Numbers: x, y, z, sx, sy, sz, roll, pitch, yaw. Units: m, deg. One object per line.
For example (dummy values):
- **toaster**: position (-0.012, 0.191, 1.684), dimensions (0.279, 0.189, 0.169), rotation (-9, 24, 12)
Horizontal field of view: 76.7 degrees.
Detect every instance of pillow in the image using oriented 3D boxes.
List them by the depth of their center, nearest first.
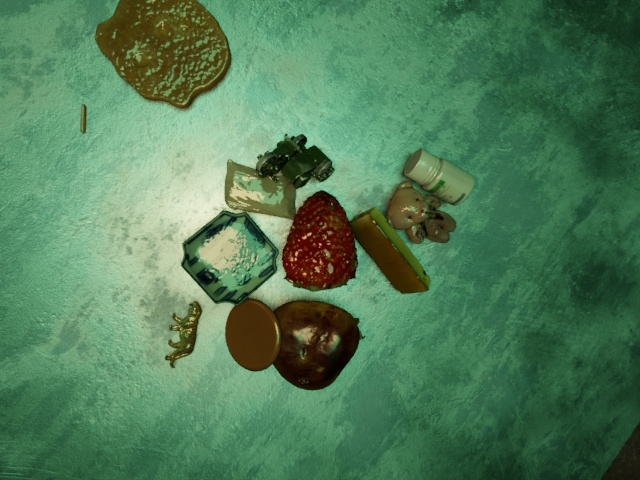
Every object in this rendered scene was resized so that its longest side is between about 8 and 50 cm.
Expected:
- **pillow**: position (-0.205, -0.176, 1.431), dimensions (0.270, 0.067, 0.173), rotation (9, 92, -13)

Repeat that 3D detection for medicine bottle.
- **medicine bottle**: position (0.442, -0.238, 1.517), dimensions (0.237, 0.139, 0.139), rotation (26, 88, -12)

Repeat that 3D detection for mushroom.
- **mushroom**: position (-0.019, 0.363, 1.444), dimensions (0.346, 0.259, 0.345), rotation (3, 100, 16)

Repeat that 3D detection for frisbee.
- **frisbee**: position (-0.238, 0.324, 1.391), dimensions (0.251, 0.021, 0.250), rotation (-2, 86, 32)

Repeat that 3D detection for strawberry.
- **strawberry**: position (0.001, 0.000, 1.374), dimensions (0.292, 0.292, 0.343), rotation (0, 96, -11)

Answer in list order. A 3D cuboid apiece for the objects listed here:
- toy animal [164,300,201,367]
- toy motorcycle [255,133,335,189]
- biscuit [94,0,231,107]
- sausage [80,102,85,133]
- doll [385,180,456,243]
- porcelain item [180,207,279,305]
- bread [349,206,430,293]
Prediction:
- **toy animal**: position (-0.476, 0.328, 1.409), dimensions (0.099, 0.057, 0.241), rotation (8, 91, -12)
- **toy motorcycle**: position (-0.086, -0.256, 1.387), dimensions (0.205, 0.127, 0.275), rotation (46, 54, 6)
- **biscuit**: position (-0.508, -0.646, 1.349), dimensions (0.385, 0.062, 0.365), rotation (41, 87, -10)
- **sausage**: position (-0.782, -0.402, 1.333), dimensions (0.015, 0.015, 0.100), rotation (3, 92, -11)
- **doll**: position (0.394, -0.084, 1.511), dimensions (0.303, 0.156, 0.201), rotation (23, 88, -15)
- **porcelain item**: position (-0.305, 0.057, 1.380), dimensions (0.281, 0.157, 0.285), rotation (-39, 98, -6)
- **bread**: position (0.255, 0.046, 1.493), dimensions (0.361, 0.138, 0.077), rotation (51, 53, -10)
